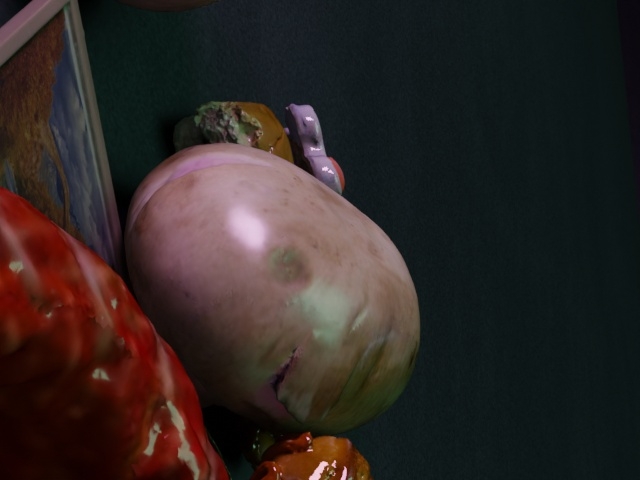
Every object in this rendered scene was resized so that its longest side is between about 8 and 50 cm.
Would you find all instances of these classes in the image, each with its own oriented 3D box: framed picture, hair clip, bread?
[{"bbox_3d":[-0.173,-0.018,0.901,0.184,0.016,0.250,-64,153,-58],"label":"framed picture"},{"bbox_3d":[0.007,-0.003,1.319,0.257,0.075,0.146,64,-12,-22],"label":"hair clip"},{"bbox_3d":[-0.064,-0.057,1.182,0.106,0.082,0.125,-28,102,-61],"label":"bread"}]

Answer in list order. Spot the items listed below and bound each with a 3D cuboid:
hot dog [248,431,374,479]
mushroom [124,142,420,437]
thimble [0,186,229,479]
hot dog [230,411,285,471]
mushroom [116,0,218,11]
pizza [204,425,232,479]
[{"bbox_3d":[-0.050,0.290,0.922,0.158,0.117,0.349,59,45,-58],"label":"hot dog"},{"bbox_3d":[-0.041,0.039,1.020,0.255,0.184,0.255,50,16,-21],"label":"mushroom"},{"bbox_3d":[-0.188,0.152,0.575,0.350,0.230,0.350,41,43,-54],"label":"thimble"},{"bbox_3d":[-0.035,0.084,1.177,0.076,0.102,0.249,20,45,-15],"label":"hot dog"},{"bbox_3d":[-0.116,-0.321,0.996,0.290,0.297,0.298,34,37,-13],"label":"mushroom"},{"bbox_3d":[-0.097,0.214,1.011,0.185,0.036,0.176,62,24,-26],"label":"pizza"}]
